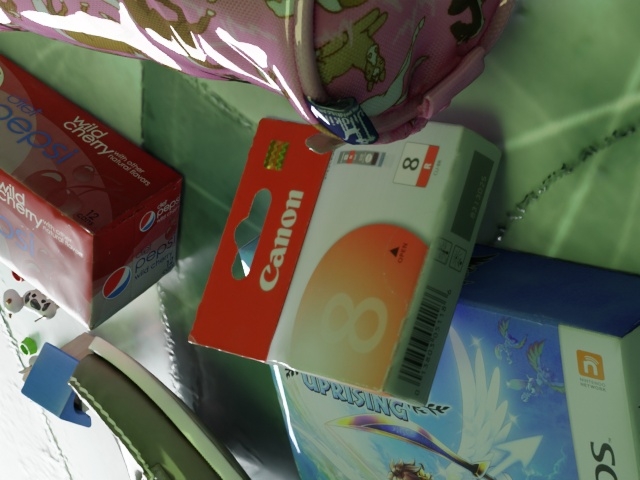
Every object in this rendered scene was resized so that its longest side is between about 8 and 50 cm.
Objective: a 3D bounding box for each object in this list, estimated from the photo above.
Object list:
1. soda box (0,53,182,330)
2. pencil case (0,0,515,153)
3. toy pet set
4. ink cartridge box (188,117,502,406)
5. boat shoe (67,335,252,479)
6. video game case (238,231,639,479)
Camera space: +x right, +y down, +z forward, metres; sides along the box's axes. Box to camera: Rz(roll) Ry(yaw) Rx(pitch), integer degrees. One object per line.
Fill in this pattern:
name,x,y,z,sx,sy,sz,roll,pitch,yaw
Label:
soda box,-0.215,-0.057,1.114,0.263,0.083,0.092,34,138,24
pencil case,-0.092,-0.158,0.853,0.386,0.160,0.167,19,100,37
toy pet set,-0.211,0.098,1.239,0.114,0.065,0.122,27,135,31
ink cartridge box,0.000,0.000,0.894,0.179,0.045,0.145,12,81,39
boat shoe,-0.076,0.196,1.124,0.305,0.091,0.109,46,174,11
video game case,0.089,0.119,0.942,0.269,0.061,0.244,12,124,42
